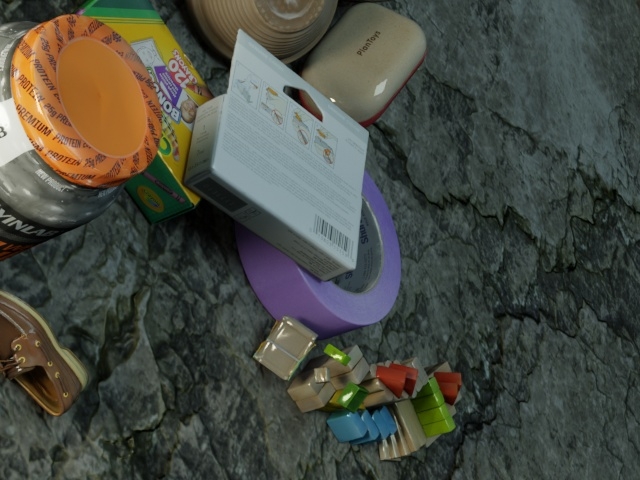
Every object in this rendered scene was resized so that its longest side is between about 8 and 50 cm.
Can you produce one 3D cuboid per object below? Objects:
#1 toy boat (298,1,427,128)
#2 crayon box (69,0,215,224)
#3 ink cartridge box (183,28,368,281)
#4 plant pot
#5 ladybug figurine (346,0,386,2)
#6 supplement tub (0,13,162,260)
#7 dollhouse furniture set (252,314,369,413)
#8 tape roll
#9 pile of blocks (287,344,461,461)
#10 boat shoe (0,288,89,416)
[{"bbox_3d":[0.061,-0.252,2.182,0.151,0.151,0.231,28,57,15],"label":"toy boat"},{"bbox_3d":[-0.230,-0.181,1.786,0.278,0.081,0.165,56,36,-18],"label":"crayon box"},{"bbox_3d":[-0.051,-0.112,1.861,0.275,0.060,0.239,36,45,-35],"label":"ink cartridge box"},{"bbox_3d":[-0.066,-0.360,1.972,0.237,0.110,0.237,-6,104,-25],"label":"plant pot"},{"bbox_3d":[0.017,-0.513,2.223,0.449,0.162,0.305,6,69,-52],"label":"ladybug figurine"},{"bbox_3d":[-0.331,-0.084,1.374,0.207,0.338,0.207,28,52,-43],"label":"supplement tub"},{"bbox_3d":[-0.007,0.169,1.874,0.151,0.076,0.058,33,-4,18],"label":"dollhouse furniture set"},{"bbox_3d":[0.000,0.000,1.998,0.275,0.090,0.275,30,49,-43],"label":"tape roll"},{"bbox_3d":[0.112,0.234,2.008,0.362,0.112,0.149,11,64,-50],"label":"pile of blocks"},{"bbox_3d":[-0.323,0.121,1.518,0.178,0.064,0.060,51,36,-28],"label":"boat shoe"}]
